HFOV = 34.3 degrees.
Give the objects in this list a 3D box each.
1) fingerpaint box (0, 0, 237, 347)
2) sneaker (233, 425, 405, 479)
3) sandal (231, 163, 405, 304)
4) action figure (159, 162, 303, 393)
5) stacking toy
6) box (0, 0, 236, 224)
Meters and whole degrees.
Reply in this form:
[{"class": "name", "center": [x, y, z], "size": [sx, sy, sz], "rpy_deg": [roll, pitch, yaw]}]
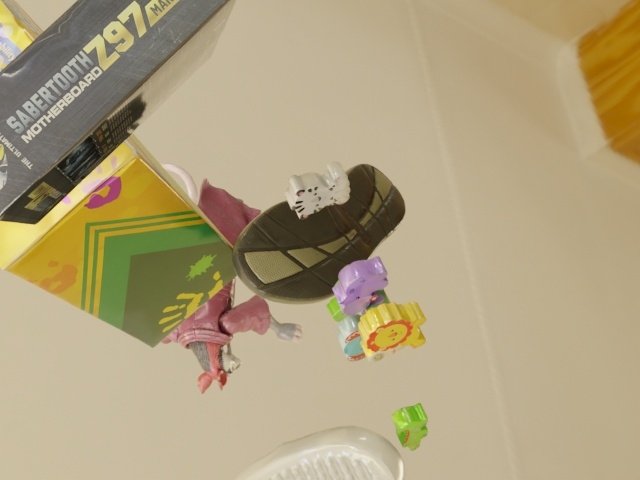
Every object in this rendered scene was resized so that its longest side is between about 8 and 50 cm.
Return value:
[{"class": "fingerpaint box", "center": [-0.316, -0.121, 1.109], "size": [0.445, 0.163, 0.371], "rpy_deg": [47, 177, 19]}, {"class": "sneaker", "center": [-0.030, 0.250, 0.989], "size": [0.135, 0.366, 0.150], "rpy_deg": [36, -139, -6]}, {"class": "sandal", "center": [0.001, 0.001, 1.214], "size": [0.120, 0.086, 0.303], "rpy_deg": [57, -142, 2]}, {"class": "action figure", "center": [-0.184, 0.073, 1.747], "size": [0.275, 0.248, 0.370], "rpy_deg": [63, -162, -61]}, {"class": "stacking toy", "center": [0.032, 0.062, 0.861], "size": [0.052, 0.221, 0.167], "rpy_deg": [-20, -126, -8]}, {"class": "box", "center": [-0.143, -0.091, 0.646], "size": [0.059, 0.183, 0.233], "rpy_deg": [45, 174, -7]}]
